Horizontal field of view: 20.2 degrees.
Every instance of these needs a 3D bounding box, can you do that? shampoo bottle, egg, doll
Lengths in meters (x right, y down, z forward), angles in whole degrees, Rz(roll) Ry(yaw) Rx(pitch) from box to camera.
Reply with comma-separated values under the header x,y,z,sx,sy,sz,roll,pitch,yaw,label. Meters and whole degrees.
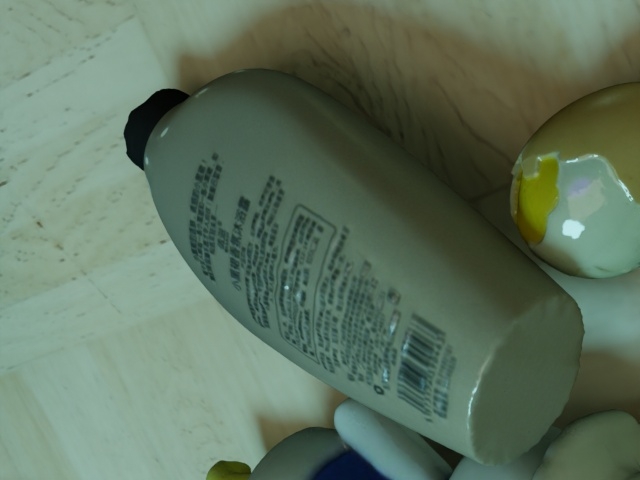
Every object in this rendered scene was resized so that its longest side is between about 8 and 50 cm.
x,y,z,sx,sy,sz,roll,pitch,yaw,label
0.000,0.000,0.784,0.257,0.078,0.127,34,133,38,shampoo bottle
0.117,-0.025,0.708,0.071,0.071,0.083,45,127,11,egg
0.057,0.136,0.809,0.293,0.119,0.138,-7,85,44,doll
